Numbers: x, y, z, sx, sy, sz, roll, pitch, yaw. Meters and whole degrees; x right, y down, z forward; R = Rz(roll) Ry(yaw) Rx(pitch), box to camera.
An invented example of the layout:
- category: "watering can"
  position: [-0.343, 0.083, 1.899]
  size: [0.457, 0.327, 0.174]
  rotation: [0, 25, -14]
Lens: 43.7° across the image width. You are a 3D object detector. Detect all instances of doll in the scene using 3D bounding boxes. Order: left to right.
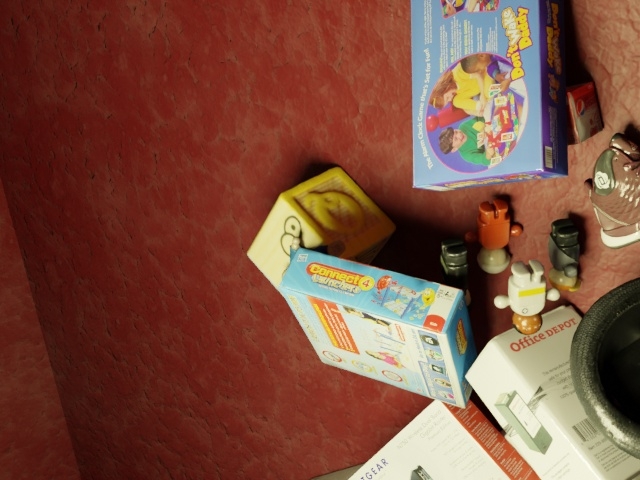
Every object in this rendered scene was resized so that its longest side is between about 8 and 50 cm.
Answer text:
- category: "doll"
  position: [-0.014, 0.048, 1.496]
  size: [0.129, 0.046, 0.189]
  rotation: [54, 143, -8]

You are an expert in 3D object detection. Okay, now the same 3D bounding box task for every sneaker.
- category: "sneaker"
  position: [0.504, -0.102, 1.176]
  size: [0.281, 0.106, 0.162]
  rotation: [-31, 86, 48]

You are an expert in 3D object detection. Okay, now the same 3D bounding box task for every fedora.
- category: "fedora"
  position: [0.543, 0.208, 1.214]
  size: [0.334, 0.334, 0.152]
  rotation: [37, 163, 22]

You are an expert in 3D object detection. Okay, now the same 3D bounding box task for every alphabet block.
- category: "alphabet block"
  position: [0.000, 0.000, 1.632]
  size: [0.192, 0.193, 0.197]
  rotation: [47, 135, 11]

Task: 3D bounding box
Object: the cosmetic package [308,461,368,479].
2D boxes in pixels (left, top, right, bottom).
- category: "cosmetic package"
  position: [0.109, 0.670, 1.913]
  size: [0.453, 0.161, 0.230]
  rotation: [-33, 87, 47]

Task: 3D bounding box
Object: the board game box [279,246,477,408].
- category: "board game box"
  position: [0.114, 0.159, 1.419]
  size: [0.302, 0.086, 0.308]
  rotation: [15, 152, 25]

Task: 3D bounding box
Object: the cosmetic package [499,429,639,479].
- category: "cosmetic package"
  position: [0.502, 0.487, 1.498]
  size: [0.377, 0.097, 0.284]
  rotation: [49, 134, 12]

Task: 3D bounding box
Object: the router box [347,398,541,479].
- category: "router box"
  position: [0.248, 0.500, 1.569]
  size: [0.301, 0.082, 0.335]
  rotation: [47, 123, 15]

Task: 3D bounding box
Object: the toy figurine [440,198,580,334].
- category: "toy figurine"
  position: [0.320, 0.051, 1.352]
  size: [0.210, 0.213, 0.148]
  rotation: [18, 132, 33]

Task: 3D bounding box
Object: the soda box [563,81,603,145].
- category: "soda box"
  position: [0.315, -0.189, 1.309]
  size: [0.263, 0.092, 0.083]
  rotation: [-4, 107, 44]

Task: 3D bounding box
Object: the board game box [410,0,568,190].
- category: "board game box"
  position: [0.255, -0.261, 1.240]
  size: [0.233, 0.078, 0.347]
  rotation: [-4, 85, 44]

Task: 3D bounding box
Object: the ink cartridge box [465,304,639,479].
- category: "ink cartridge box"
  position: [0.418, 0.275, 1.335]
  size: [0.289, 0.211, 0.121]
  rotation: [55, 144, 27]
